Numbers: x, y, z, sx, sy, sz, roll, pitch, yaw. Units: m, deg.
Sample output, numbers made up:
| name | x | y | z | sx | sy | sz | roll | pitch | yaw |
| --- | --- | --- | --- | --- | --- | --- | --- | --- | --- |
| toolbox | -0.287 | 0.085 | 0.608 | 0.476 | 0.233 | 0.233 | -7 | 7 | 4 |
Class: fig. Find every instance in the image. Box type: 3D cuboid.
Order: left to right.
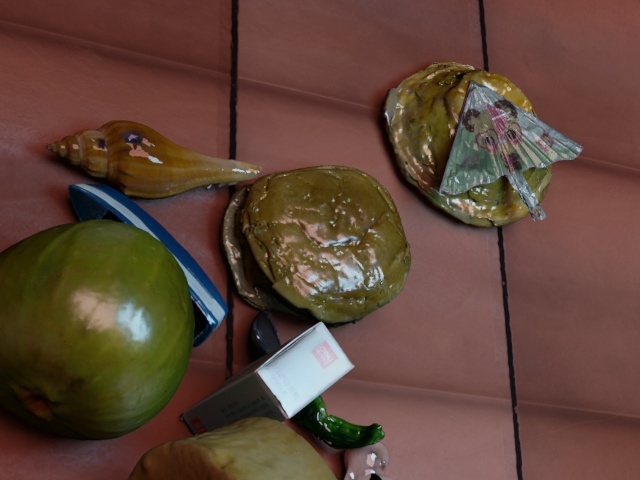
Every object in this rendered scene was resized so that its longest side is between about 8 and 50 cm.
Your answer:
| name | x | y | z | sx | sy | sz | roll | pitch | yaw |
| --- | --- | --- | --- | --- | --- | --- | --- | --- | --- |
| fig | -0.301 | 0.100 | 1.662 | 0.316 | 0.316 | 0.316 | 11 | 62 | -23 |

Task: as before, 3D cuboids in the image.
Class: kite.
| name | x | y | z | sx | sy | sz | roll | pitch | yaw |
| --- | --- | --- | --- | --- | --- | --- | --- | --- | --- |
| kite | 0.310 | -0.153 | 2.110 | 0.322 | 0.013 | 0.268 | -15 | 76 | -28 |

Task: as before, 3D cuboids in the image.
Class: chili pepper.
| name | x | y | z | sx | sy | sz | roll | pitch | yaw |
| --- | --- | --- | --- | --- | --- | --- | --- | --- | --- |
| chili pepper | 0.011 | 0.256 | 1.855 | 0.182 | 0.050 | 0.073 | 35 | 86 | 25 |

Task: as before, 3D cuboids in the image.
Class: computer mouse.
| name | x | y | z | sx | sy | sz | roll | pitch | yaw |
| --- | --- | --- | --- | --- | --- | --- | --- | --- | --- |
| computer mouse | -0.078 | 0.163 | 1.869 | 0.047 | 0.079 | 0.135 | -20 | 52 | -3 |

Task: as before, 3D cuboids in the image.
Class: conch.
| name | x | y | z | sx | sy | sz | roll | pitch | yaw |
| --- | --- | --- | --- | --- | --- | --- | --- | --- | --- |
| conch | -0.243 | -0.123 | 1.892 | 0.330 | 0.093 | 0.109 | 3 | 56 | -15 |

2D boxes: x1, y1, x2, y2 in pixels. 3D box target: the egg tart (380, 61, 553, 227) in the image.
| name | x | y | z | sx | sy | sz | roll | pitch | yaw |
| --- | --- | --- | --- | --- | --- | --- | --- | --- | --- |
| egg tart | 0.273 | -0.180 | 2.186 | 0.341 | 0.129 | 0.341 | 10 | 64 | -22 |

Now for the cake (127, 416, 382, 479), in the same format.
| name | x | y | z | sx | sy | sz | roll | pitch | yaw |
| --- | --- | --- | --- | --- | --- | --- | --- | --- | --- |
| cake | -0.050 | 0.378 | 1.623 | 0.321 | 0.332 | 0.332 | -8 | 70 | -47 |

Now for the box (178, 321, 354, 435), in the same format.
| name | x | y | z | sx | sy | sz | roll | pitch | yaw |
| --- | --- | --- | --- | --- | --- | --- | --- | --- | --- |
| box | -0.079 | 0.208 | 1.730 | 0.135 | 0.269 | 0.079 | -35 | 89 | -34 |

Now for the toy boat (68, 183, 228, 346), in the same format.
| name | x | y | z | sx | sy | sz | roll | pitch | yaw |
| --- | --- | --- | --- | --- | --- | --- | --- | --- | --- |
| toy boat | -0.252 | 0.022 | 1.837 | 0.299 | 0.096 | 0.061 | 47 | 44 | 4 |

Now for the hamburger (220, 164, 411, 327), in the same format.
| name | x | y | z | sx | sy | sz | roll | pitch | yaw |
| --- | --- | --- | --- | --- | --- | --- | --- | --- | --- |
| hamburger | 0.000 | 0.002 | 1.951 | 0.284 | 0.134 | 0.266 | -11 | 75 | -33 |

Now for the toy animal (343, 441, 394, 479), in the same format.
| name | x | y | z | sx | sy | sz | roll | pitch | yaw |
| --- | --- | --- | --- | --- | --- | --- | --- | --- | --- |
| toy animal | 0.072 | 0.352 | 1.863 | 0.083 | 0.089 | 0.150 | 0 | 67 | 5 |
